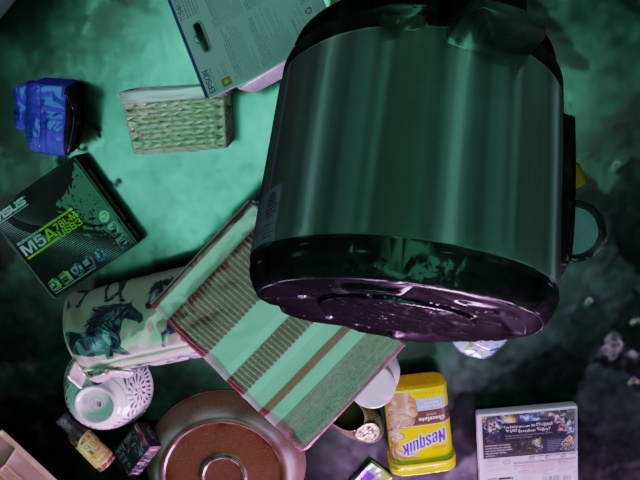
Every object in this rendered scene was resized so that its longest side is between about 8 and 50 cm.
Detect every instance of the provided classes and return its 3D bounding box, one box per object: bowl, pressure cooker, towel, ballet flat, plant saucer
[{"bbox_3d":[-0.399,0.282,1.141,0.170,0.080,0.170,0,102,-1],"label":"bowl"},{"bbox_3d":[0.115,-0.105,0.781,0.370,0.375,0.420,-3,70,30],"label":"pressure cooker"},{"bbox_3d":[-0.065,0.129,0.960,0.329,0.037,0.237,44,92,0],"label":"towel"},{"bbox_3d":[0.094,0.475,1.223,0.060,0.009,0.083,40,99,-8],"label":"towel"},{"bbox_3d":[0.021,0.296,1.158,0.084,0.058,0.250,-44,99,9],"label":"ballet flat"},{"bbox_3d":[-0.183,0.439,1.195,0.310,0.050,0.311,0,103,-2],"label":"plant saucer"}]

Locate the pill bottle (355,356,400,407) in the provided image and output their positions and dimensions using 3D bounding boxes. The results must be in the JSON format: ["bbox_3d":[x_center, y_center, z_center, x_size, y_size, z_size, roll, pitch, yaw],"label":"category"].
[{"bbox_3d":[0.081,0.212,1.076,0.103,0.184,0.103,0,102,0],"label":"pill bottle"}]

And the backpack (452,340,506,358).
[{"bbox_3d":[0.286,0.152,1.116,0.105,0.084,0.114,26,104,-4],"label":"backpack"}]

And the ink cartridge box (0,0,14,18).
[{"bbox_3d":[-0.527,-0.414,0.871,0.131,0.306,0.226,44,98,-9],"label":"ink cartridge box"}]

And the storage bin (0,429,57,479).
[{"bbox_3d":[-0.642,0.524,1.171,0.262,0.123,0.260,-40,100,8],"label":"storage bin"}]

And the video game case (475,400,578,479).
[{"bbox_3d":[0.398,0.399,1.204,0.190,0.022,0.173,-5,103,2],"label":"video game case"}]

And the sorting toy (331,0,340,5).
[{"bbox_3d":[0.143,-0.336,1.005,0.255,0.089,0.257,1,102,-1],"label":"sorting toy"}]

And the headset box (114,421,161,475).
[{"bbox_3d":[-0.340,0.387,1.173,0.083,0.032,0.062,-52,56,9],"label":"headset box"}]

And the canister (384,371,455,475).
[{"bbox_3d":[0.180,0.338,1.163,0.126,0.073,0.170,-7,101,1],"label":"canister"}]

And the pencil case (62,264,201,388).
[{"bbox_3d":[-0.216,0.131,1.058,0.410,0.183,0.160,-12,143,1],"label":"pencil case"}]

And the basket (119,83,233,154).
[{"bbox_3d":[-0.227,-0.201,1.022,0.167,0.113,0.103,-3,106,0],"label":"basket"}]

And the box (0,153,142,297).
[{"bbox_3d":[-0.443,-0.023,1.092,0.190,0.045,0.184,-32,103,6],"label":"box"}]

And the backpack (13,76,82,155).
[{"bbox_3d":[-0.445,-0.202,1.027,0.101,0.098,0.120,4,111,-3],"label":"backpack"}]

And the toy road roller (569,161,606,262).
[{"bbox_3d":[0.267,-0.044,1.023,0.329,0.202,0.241,-23,87,4],"label":"toy road roller"}]

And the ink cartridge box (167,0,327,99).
[{"bbox_3d":[-0.106,-0.345,0.972,0.224,0.045,0.223,-25,72,8],"label":"ink cartridge box"}]

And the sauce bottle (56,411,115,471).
[{"bbox_3d":[-0.445,0.379,1.181,0.042,0.042,0.128,-39,102,8],"label":"sauce bottle"}]
